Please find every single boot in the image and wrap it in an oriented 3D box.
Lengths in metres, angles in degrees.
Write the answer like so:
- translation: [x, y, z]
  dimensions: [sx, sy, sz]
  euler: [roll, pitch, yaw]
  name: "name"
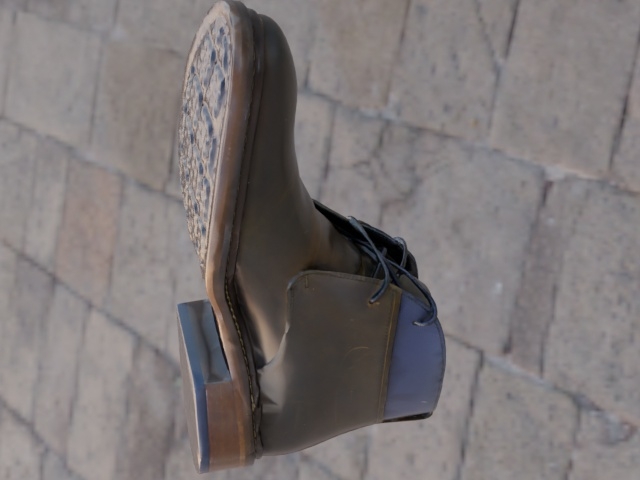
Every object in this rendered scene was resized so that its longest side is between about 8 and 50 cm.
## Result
- translation: [0.000, 0.000, 0.576]
  dimensions: [0.082, 0.106, 0.219]
  euler: [-107, 17, -46]
  name: "boot"
